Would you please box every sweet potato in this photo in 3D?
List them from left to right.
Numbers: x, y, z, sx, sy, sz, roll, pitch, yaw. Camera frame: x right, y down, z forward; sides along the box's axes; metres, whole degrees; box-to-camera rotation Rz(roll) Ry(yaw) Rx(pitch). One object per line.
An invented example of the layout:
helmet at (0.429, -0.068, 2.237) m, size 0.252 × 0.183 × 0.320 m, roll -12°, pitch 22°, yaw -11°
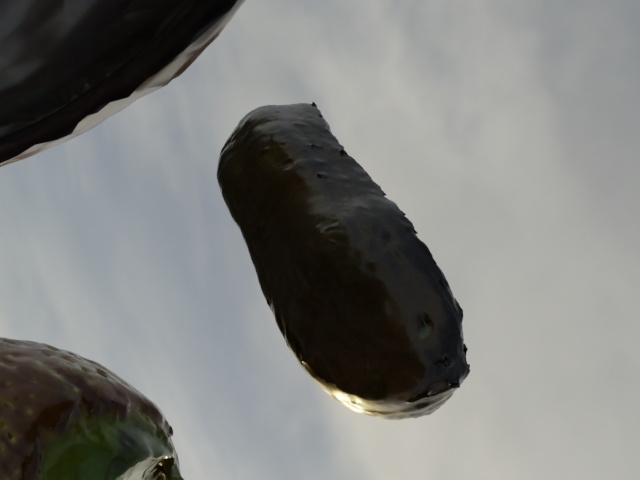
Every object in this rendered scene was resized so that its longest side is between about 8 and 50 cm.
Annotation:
sweet potato at (-0.002, -0.006, 0.665) m, size 0.233 × 0.062 × 0.081 m, roll -121°, pitch -172°, yaw -60°

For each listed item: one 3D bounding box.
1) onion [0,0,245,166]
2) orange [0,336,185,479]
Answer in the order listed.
onion at (-0.143, -0.162, 0.280) m, size 0.159 × 0.267 × 0.348 m, roll -123°, pitch -154°, yaw -58°
orange at (-0.225, 0.173, 0.752) m, size 0.196 × 0.334 × 0.262 m, roll 33°, pitch -25°, yaw 14°
